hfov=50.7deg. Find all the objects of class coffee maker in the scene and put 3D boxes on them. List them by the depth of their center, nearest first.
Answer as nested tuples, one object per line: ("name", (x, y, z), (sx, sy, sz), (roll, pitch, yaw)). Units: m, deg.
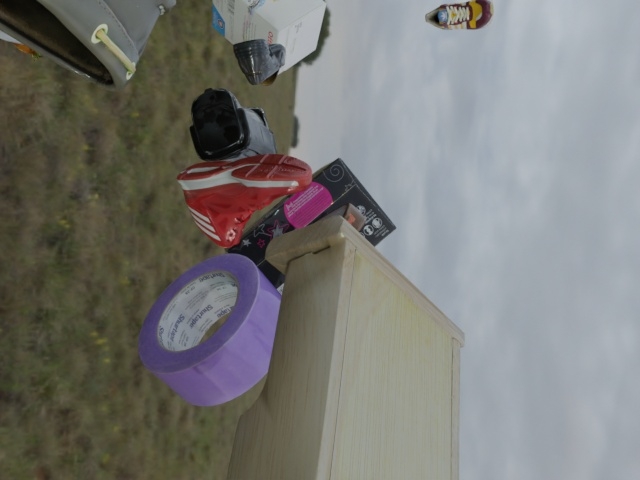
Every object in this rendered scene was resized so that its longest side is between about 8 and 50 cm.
("coffee maker", (-0.145, -0.177, 1.223), (0.171, 0.120, 0.178), (51, 10, 8))

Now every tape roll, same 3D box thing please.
("tape roll", (-0.138, 0.113, 0.880), (0.080, 0.189, 0.189), (53, 23, -36))

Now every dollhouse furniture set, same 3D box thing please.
("dollhouse furniture set", (-0.107, 0.180, 0.520), (0.362, 0.394, 0.257), (42, 43, -37))

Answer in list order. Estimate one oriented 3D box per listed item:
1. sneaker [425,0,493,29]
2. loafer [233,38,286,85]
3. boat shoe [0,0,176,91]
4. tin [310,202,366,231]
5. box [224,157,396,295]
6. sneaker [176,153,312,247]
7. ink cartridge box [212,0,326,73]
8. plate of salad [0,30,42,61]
("sneaker", (0.324, -0.525, 1.584), (0.185, 0.083, 0.070), (16, -68, 62))
("loafer", (-0.088, -0.264, 1.019), (0.170, 0.062, 0.061), (-42, 123, -71))
("boat shoe", (-0.165, -0.143, 0.284), (0.305, 0.109, 0.091), (9, 96, -70))
("tin", (0.000, 0.000, 0.997), (0.106, 0.040, 0.189), (-45, -172, -26))
("box", (-0.022, -0.002, 1.174), (0.163, 0.247, 0.142), (50, -5, -8))
("sneaker", (-0.106, -0.058, 1.044), (0.087, 0.221, 0.128), (-53, 138, -50))
("ink cartridge box", (-0.133, -0.565, 1.695), (0.168, 0.232, 0.171), (-40, 166, -25))
("plate of salad", (-0.431, -0.331, 1.106), (0.200, 0.199, 0.048), (-94, -170, -62))
